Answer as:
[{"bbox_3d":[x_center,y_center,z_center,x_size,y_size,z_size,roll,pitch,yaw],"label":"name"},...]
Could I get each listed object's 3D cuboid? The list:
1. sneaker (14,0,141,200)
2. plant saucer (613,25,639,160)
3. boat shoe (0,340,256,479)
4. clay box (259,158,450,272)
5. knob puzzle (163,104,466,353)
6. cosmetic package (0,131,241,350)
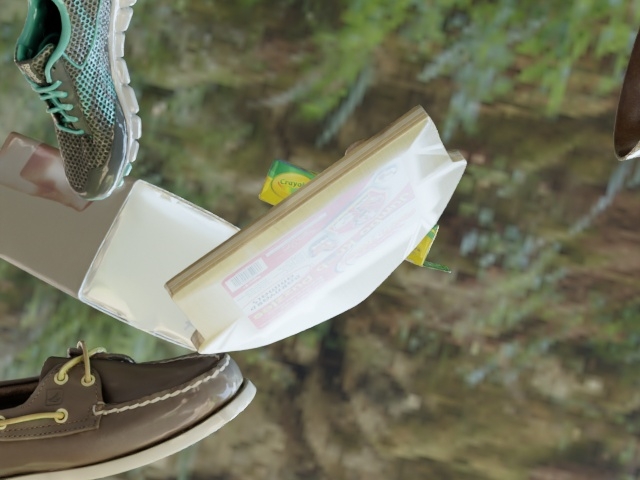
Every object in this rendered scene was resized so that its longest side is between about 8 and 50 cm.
[{"bbox_3d":[-0.155,-0.102,1.090,0.076,0.065,0.166,-19,115,-46],"label":"sneaker"},{"bbox_3d":[0.207,-0.121,1.006,0.168,0.029,0.168,-161,-90,-89],"label":"plant saucer"},{"bbox_3d":[-0.213,0.142,1.489,0.096,0.324,0.116,68,22,-12],"label":"boat shoe"},{"bbox_3d":[0.046,-0.027,1.972,0.127,0.222,0.053,-58,170,-87],"label":"clay box"},{"bbox_3d":[0.000,0.000,1.052,0.213,0.030,0.213,-31,159,-14],"label":"knob puzzle"},{"bbox_3d":[-0.220,-0.005,1.788,0.296,0.153,0.129,22,-96,54],"label":"cosmetic package"}]
